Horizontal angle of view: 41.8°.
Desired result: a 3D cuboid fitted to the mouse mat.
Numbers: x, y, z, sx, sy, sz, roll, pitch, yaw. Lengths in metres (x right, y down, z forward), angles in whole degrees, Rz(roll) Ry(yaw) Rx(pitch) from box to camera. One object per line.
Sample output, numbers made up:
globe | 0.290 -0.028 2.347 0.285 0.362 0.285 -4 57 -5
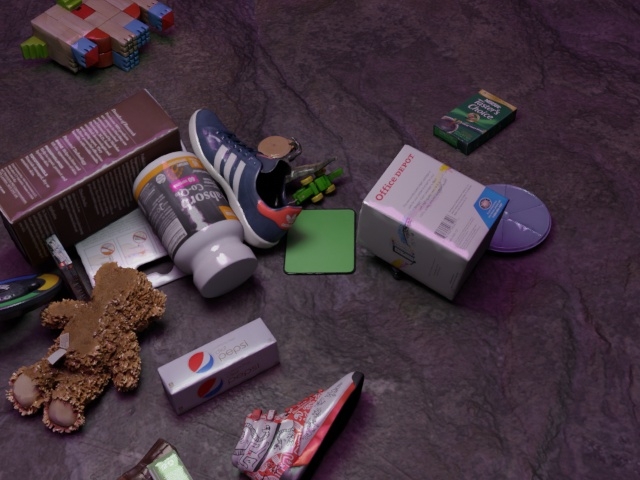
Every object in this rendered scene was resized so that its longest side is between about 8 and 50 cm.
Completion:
mouse mat | 0.000 0.000 1.794 0.152 0.007 0.190 0 49 4

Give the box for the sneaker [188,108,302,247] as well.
sneaker | -0.150 -0.161 1.785 0.131 0.148 0.350 -9 64 -57

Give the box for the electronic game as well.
electronic game | -0.620 0.110 1.645 0.229 0.048 0.229 -10 15 3

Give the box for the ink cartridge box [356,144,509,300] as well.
ink cartridge box | 0.213 -0.036 1.643 0.232 0.168 0.171 31 63 14

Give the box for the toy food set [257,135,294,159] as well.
toy food set | -0.109 -0.220 1.995 0.082 0.020 0.083 15 51 18

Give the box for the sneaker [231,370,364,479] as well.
sneaker | -0.041 0.309 1.456 0.145 0.090 0.270 24 56 20

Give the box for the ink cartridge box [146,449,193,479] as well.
ink cartridge box | -0.180 0.457 1.273 0.056 0.171 0.235 -28 52 -20

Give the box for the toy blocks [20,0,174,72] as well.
toy blocks | -0.575 -0.567 2.263 0.261 0.191 0.381 33 56 16

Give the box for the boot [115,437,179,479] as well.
boot | -0.274 0.399 1.429 0.106 0.037 0.114 32 52 26

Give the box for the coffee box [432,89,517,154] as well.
coffee box | 0.370 -0.286 2.007 0.184 0.040 0.113 -35 54 -25

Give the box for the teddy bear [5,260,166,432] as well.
teddy bear | -0.435 0.205 1.585 0.245 0.113 0.338 4 55 17

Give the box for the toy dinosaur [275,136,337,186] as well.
toy dinosaur | -0.081 -0.162 1.885 0.268 0.064 0.118 -22 43 17

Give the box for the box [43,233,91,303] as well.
box | -0.505 0.064 1.681 0.027 0.137 0.094 -30 52 -18

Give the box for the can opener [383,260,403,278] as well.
can opener | 0.131 0.000 1.748 0.073 0.059 0.186 -23 49 2

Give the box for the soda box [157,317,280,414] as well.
soda box | -0.186 0.231 1.547 0.216 0.074 0.069 -26 51 -19

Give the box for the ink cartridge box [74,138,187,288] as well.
ink cartridge box | -0.398 -0.053 1.844 0.308 0.091 0.385 -22 66 -16

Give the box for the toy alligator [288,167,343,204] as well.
toy alligator | -0.029 -0.110 1.871 0.189 0.056 0.051 -36 13 -24

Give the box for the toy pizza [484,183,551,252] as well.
toy pizza | 0.389 -0.044 1.789 0.201 0.032 0.201 -1 47 1

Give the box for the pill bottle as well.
pill bottle | -0.253 -0.032 1.705 0.162 0.162 0.278 -28 69 -20

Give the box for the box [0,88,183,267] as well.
box | -0.474 -0.130 1.720 0.381 0.191 0.143 -32 68 -20
